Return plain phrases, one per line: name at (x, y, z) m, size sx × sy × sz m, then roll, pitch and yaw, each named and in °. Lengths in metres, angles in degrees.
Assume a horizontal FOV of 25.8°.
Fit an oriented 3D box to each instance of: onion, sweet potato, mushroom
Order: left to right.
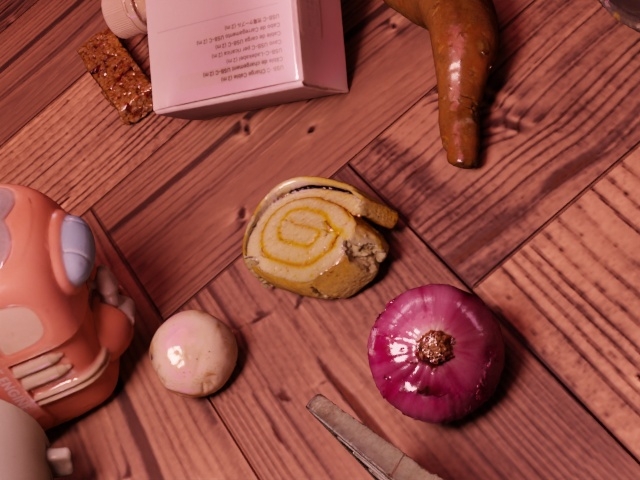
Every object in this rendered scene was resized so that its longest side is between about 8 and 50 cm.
mushroom at (-0.119, 0.107, 1.321) m, size 0.083 × 0.067 × 0.083 m, roll -1°, pitch 80°, yaw 3°
onion at (0.095, 0.094, 1.153) m, size 0.115 × 0.115 × 0.104 m, roll -46°, pitch -4°, yaw -6°
sweet potato at (0.130, -0.209, 1.410) m, size 0.108 × 0.079 × 0.346 m, roll -53°, pitch 33°, yaw 32°

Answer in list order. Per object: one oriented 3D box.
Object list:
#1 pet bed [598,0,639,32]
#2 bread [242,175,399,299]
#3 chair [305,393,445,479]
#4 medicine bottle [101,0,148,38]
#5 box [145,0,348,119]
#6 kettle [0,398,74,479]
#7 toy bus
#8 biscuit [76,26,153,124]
pet bed at (0.322, -0.299, 1.252) m, size 0.211 × 0.183 × 0.159 m, roll -42°, pitch 42°, yaw -2°
bread at (0.000, 0.000, 1.327) m, size 0.156 × 0.064 × 0.117 m, roll 16°, pitch 70°, yaw 44°
chair at (0.064, 0.245, 1.000) m, size 0.270 × 0.136 × 0.147 m, roll 25°, pitch 70°, yaw 46°
medicine bottle at (-0.147, -0.309, 1.681) m, size 0.252 × 0.114 × 0.114 m, roll -15°, pitch 46°, yaw 28°
box at (-0.087, -0.269, 1.516) m, size 0.203 × 0.106 × 0.251 m, roll -8°, pitch 84°, yaw 33°
kettle at (-0.297, 0.314, 1.207) m, size 0.205 × 0.265 × 0.318 m, roll -59°, pitch 31°, yaw 30°
toy bus at (-0.305, 0.069, 1.350) m, size 0.232 × 0.287 × 0.194 m, roll -12°, pitch 46°, yaw 9°
biscuit at (-0.249, -0.206, 1.730) m, size 0.064 × 0.034 × 0.199 m, roll -39°, pitch 39°, yaw 2°
